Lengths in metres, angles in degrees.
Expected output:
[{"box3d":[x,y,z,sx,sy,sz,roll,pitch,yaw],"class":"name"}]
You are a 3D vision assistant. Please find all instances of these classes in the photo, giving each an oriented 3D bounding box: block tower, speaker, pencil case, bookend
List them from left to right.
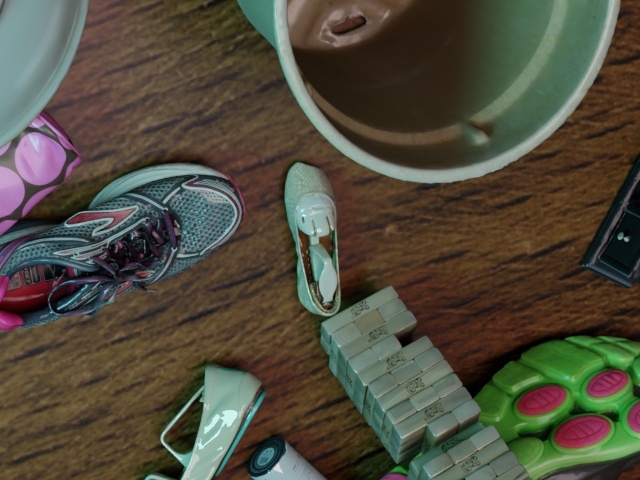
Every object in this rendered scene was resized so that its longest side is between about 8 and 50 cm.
[{"box3d":[-0.333,-0.047,1.767,0.209,0.095,0.098,-44,152,-7],"class":"pencil case"},{"box3d":[-0.016,0.274,2.017,0.055,0.055,0.136,-47,118,-3],"class":"speaker"},{"box3d":[0.128,0.211,1.930,0.097,0.335,0.091,-29,159,-14],"class":"block tower"},{"box3d":[0.384,-0.006,2.039,0.072,0.156,0.157,25,96,-27],"class":"bookend"}]

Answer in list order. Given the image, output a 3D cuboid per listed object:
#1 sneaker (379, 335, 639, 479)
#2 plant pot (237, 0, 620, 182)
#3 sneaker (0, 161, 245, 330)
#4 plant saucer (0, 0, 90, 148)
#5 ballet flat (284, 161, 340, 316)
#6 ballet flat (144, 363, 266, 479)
[{"box3d":[0.218,0.273,2.075,0.483,0.185,0.202,-31,145,-15],"class":"sneaker"},{"box3d":[0.063,-0.252,1.744,0.333,0.305,0.334,-6,108,-20],"class":"plant pot"},{"box3d":[-0.208,0.019,1.827,0.299,0.112,0.121,-23,114,-15],"class":"sneaker"},{"box3d":[-0.386,-0.245,1.627,0.400,0.100,0.400,-1,92,-22],"class":"plant saucer"},{"box3d":[0.000,0.000,1.939,0.057,0.052,0.168,-15,111,-18],"class":"ballet flat"},{"box3d":[-0.141,0.242,1.952,0.086,0.086,0.248,23,95,-27],"class":"ballet flat"}]
